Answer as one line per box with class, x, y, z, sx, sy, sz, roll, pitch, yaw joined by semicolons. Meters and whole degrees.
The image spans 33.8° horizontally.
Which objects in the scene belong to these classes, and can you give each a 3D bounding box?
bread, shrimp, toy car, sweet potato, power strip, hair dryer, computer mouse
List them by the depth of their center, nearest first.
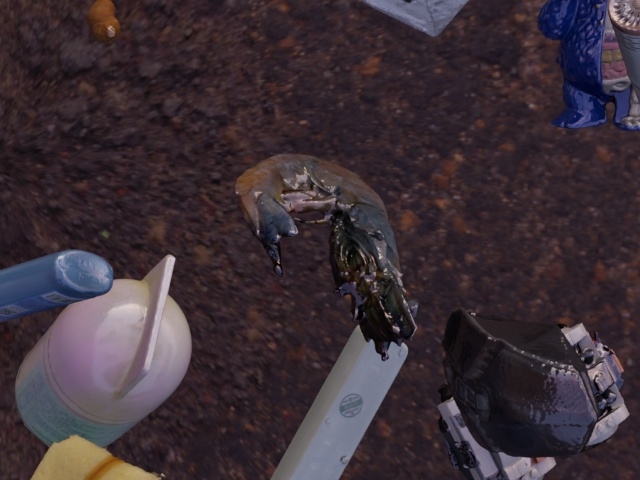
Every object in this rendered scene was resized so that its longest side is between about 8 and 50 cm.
hair dryer;0.233;-0.050;0.623;0.044;0.155;0.183;-28;60;16
computer mouse;0.138;0.112;0.809;0.062;0.192;0.106;-12;104;-24
shrimp;0.004;-0.006;1.050;0.178;0.289;0.075;14;131;-25
sweet potato;-0.264;-0.264;1.287;0.044;0.179;0.044;-5;117;-9
toy car;0.306;0.232;1.485;0.301;0.118;0.193;-24;86;-23
bread;-0.285;0.429;1.514;0.198;0.263;0.236;-55;135;-19
power strip;0.024;0.300;1.734;0.091;0.062;0.385;29;90;-32

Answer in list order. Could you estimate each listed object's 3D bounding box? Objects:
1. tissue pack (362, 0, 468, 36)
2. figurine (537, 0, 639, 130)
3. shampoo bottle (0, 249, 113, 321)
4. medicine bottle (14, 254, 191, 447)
tissue pack;0.081;-0.363;1.140;0.159;0.229;0.145;19;127;-36
figurine;0.331;-0.248;1.184;0.164;0.121;0.262;18;118;19
shampoo bottle;-0.401;0.069;1.383;0.104;0.258;0.061;17;62;-58
medicine bottle;-0.359;0.201;1.829;0.235;0.406;0.236;17;55;-26
